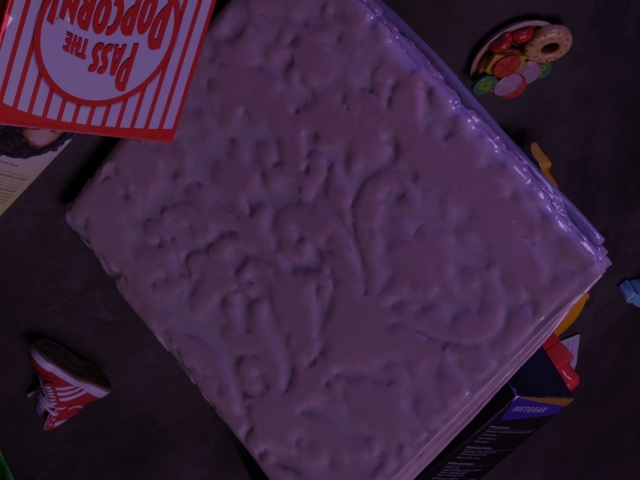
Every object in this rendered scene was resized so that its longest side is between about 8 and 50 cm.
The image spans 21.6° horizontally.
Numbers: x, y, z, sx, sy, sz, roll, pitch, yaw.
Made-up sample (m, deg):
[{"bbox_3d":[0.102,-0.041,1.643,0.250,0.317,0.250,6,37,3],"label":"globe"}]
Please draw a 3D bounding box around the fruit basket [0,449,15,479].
[{"bbox_3d":[-0.408,0.197,1.187,0.392,0.283,0.392,-25,164,-8],"label":"fruit basket"}]

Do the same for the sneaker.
[{"bbox_3d":[-0.234,0.127,1.454,0.067,0.042,0.118,-35,150,7],"label":"sneaker"}]

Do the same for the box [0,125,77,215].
[{"bbox_3d":[-0.229,-0.074,1.146,0.087,0.058,0.232,15,130,-47],"label":"box"}]

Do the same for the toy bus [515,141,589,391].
[{"bbox_3d":[0.151,0.046,1.436,0.220,0.211,0.149,-30,159,-35],"label":"toy bus"}]

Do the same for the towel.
[{"bbox_3d":[0.000,0.000,1.184,0.317,0.332,0.053,-48,162,28],"label":"towel"}]

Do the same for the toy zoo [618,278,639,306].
[{"bbox_3d":[0.458,0.006,1.815,0.293,0.030,0.192,-22,149,-10],"label":"toy zoo"}]

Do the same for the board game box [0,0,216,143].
[{"bbox_3d":[-0.133,-0.161,1.032,0.147,0.045,0.193,3,114,-40],"label":"board game box"}]

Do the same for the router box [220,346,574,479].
[{"bbox_3d":[0.019,0.069,1.302,0.081,0.309,0.243,7,136,-49],"label":"router box"}]

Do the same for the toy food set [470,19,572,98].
[{"bbox_3d":[0.160,-0.147,1.370,0.083,0.020,0.082,-3,142,-35],"label":"toy food set"}]

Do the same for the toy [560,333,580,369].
[{"bbox_3d":[0.191,0.201,1.876,0.237,0.056,0.137,-21,150,-10],"label":"toy"}]
